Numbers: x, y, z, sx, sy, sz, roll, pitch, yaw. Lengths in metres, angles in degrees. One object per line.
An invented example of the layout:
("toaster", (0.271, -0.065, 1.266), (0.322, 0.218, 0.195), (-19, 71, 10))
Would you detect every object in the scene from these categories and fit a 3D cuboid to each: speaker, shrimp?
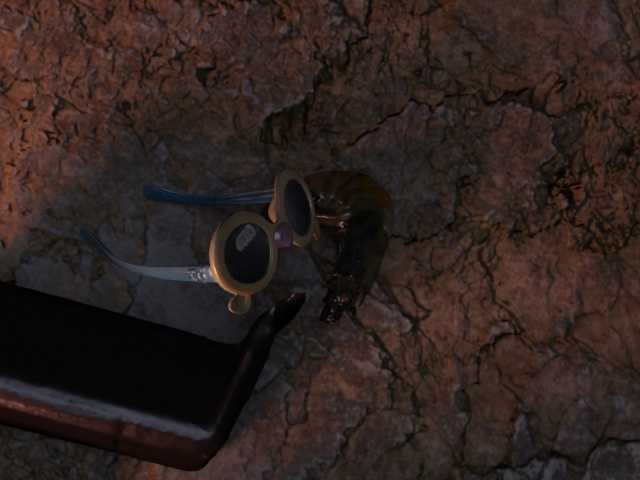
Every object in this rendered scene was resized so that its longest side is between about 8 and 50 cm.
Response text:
("speaker", (-0.228, 0.108, 1.078), (0.388, 0.180, 0.184), (15, 71, -7))
("shrimp", (0.000, 0.000, 1.159), (0.150, 0.051, 0.217), (10, 47, 6))

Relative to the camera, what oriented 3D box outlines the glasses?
("glasses", (-0.127, -0.029, 1.085), (0.220, 0.088, 0.189), (16, 34, 22))
